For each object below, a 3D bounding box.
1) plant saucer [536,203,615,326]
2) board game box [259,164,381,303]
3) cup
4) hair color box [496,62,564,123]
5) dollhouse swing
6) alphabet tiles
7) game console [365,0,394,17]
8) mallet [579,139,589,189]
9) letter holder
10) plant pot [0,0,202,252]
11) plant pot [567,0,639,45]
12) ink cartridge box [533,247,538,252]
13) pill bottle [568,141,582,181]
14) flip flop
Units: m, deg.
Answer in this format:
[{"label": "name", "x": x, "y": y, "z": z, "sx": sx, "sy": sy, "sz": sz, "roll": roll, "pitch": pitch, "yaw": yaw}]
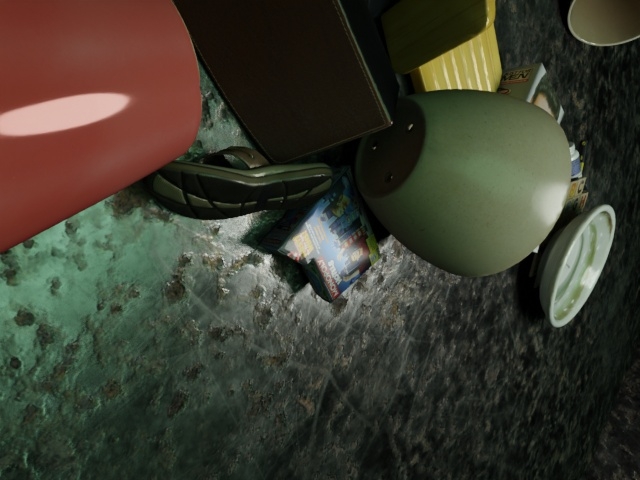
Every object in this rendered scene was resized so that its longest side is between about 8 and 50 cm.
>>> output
[{"label": "plant saucer", "x": 0.777, "y": 0.071, "z": 1.333, "sx": 0.400, "sy": 0.100, "sz": 0.401, "roll": -19, "pitch": 121, "yaw": -34}, {"label": "board game box", "x": 0.000, "y": 0.000, "z": 0.740, "sx": 0.194, "sy": 0.060, "sz": 0.194, "roll": -37, "pitch": 119, "yaw": -29}, {"label": "cup", "x": 0.199, "y": -0.119, "z": 0.730, "sx": 0.236, "sy": 0.331, "sz": 0.332, "roll": 13, "pitch": 89, "yaw": -32}, {"label": "hair color box", "x": 0.459, "y": -0.217, "z": 1.048, "sx": 0.185, "sy": 0.113, "sz": 0.375, "roll": 36, "pitch": 74, "yaw": -38}, {"label": "dollhouse swing", "x": 0.344, "y": -0.406, "z": 0.826, "sx": 0.347, "sy": 0.315, "sz": 0.305, "roll": -44, "pitch": 110, "yaw": -26}, {"label": "alphabet tiles", "x": 0.758, "y": -0.023, "z": 1.352, "sx": 0.284, "sy": 0.011, "sz": 0.343, "roll": -15, "pitch": 118, "yaw": -37}, {"label": "game console", "x": 0.178, "y": -0.595, "z": 0.683, "sx": 0.386, "sy": 0.060, "sz": 0.342, "roll": -46, "pitch": 149, "yaw": -29}, {"label": "mallet", "x": 0.879, "y": -0.251, "z": 1.423, "sx": 0.039, "sy": 0.062, "sz": 0.190, "roll": 30, "pitch": 78, "yaw": -40}, {"label": "letter holder", "x": -0.044, "y": -0.289, "z": 0.616, "sx": 0.302, "sy": 0.214, "sz": 0.152, "roll": 58, "pitch": 30, "yaw": -29}, {"label": "plant pot", "x": -0.264, "y": -0.139, "z": 0.384, "sx": 0.243, "sy": 0.274, "sz": 0.275, "roll": -33, "pitch": 117, "yaw": -43}, {"label": "plant pot", "x": 0.854, "y": -0.759, "z": 1.220, "sx": 0.256, "sy": 0.256, "sz": 0.274, "roll": 34, "pitch": 60, "yaw": -38}, {"label": "ink cartridge box", "x": 0.464, "y": -0.050, "z": 0.972, "sx": 0.099, "sy": 0.056, "sz": 0.136, "roll": 15, "pitch": 89, "yaw": -39}, {"label": "pill bottle", "x": 0.772, "y": -0.244, "z": 1.333, "sx": 0.067, "sy": 0.067, "sz": 0.120, "roll": -43, "pitch": 122, "yaw": -26}, {"label": "flip flop", "x": -0.107, "y": -0.094, "z": 0.617, "sx": 0.276, "sy": 0.112, "sz": 0.080, "roll": -9, "pitch": 67, "yaw": -30}]
